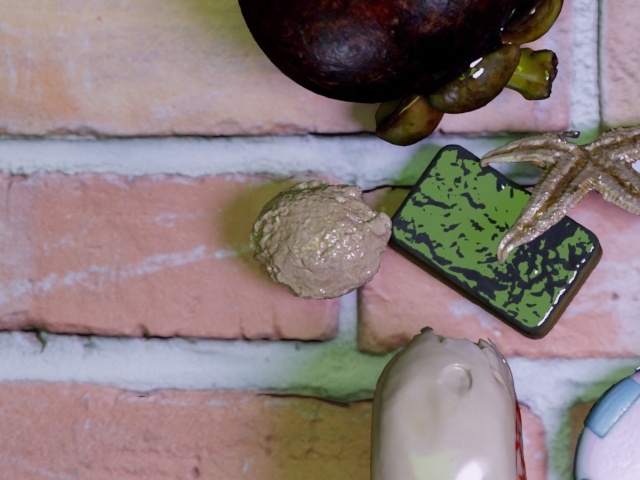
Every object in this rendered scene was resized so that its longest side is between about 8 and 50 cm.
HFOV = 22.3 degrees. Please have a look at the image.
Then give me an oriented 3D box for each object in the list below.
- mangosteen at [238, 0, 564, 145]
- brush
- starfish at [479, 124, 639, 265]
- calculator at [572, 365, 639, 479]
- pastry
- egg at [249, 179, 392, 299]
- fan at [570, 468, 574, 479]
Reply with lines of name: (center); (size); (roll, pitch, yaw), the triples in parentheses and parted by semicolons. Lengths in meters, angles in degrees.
mangosteen: (0.075, -0.269, 1.590); (0.330, 0.330, 0.330); (-2, 79, 9)
brush: (0.173, 0.000, 1.629); (0.197, 0.059, 0.123); (34, 86, 12)
starfish: (0.280, -0.057, 1.592); (0.247, 0.050, 0.138); (-8, 58, -5)
calculator: (0.376, 0.247, 1.538); (0.293, 0.051, 0.173); (41, 81, 8)
pastry: (0.123, 0.211, 1.506); (0.133, 0.265, 0.265); (-7, 78, 10)
egg: (0.000, 0.000, 1.629); (0.140, 0.116, 0.118); (12, 110, 11)
fan: (0.325, 0.259, 1.583); (0.175, 0.005, 0.113); (40, 87, 14)
